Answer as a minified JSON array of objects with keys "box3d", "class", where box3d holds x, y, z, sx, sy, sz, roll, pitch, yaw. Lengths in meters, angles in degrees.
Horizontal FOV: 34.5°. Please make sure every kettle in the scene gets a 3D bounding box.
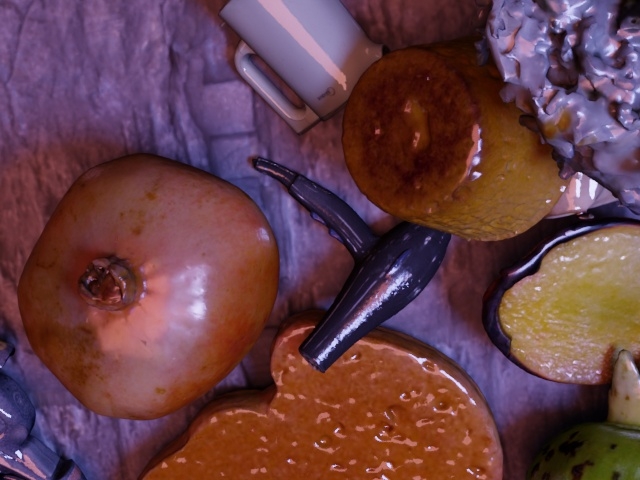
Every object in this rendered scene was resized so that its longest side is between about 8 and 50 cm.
[{"box3d":[-0.023,-0.187,0.985,0.127,0.098,0.148,-41,102,8],"class":"kettle"}]

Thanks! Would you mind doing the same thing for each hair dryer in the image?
[{"box3d":[0.000,0.000,1.039,0.219,0.075,0.195,43,75,10],"class":"hair dryer"}]

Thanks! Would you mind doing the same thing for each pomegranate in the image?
[{"box3d":[0.313,0.242,1.031,0.211,0.211,0.263,7,82,2],"class":"pomegranate"},{"box3d":[-0.165,0.042,0.967,0.229,0.270,0.252,39,97,2],"class":"pomegranate"}]

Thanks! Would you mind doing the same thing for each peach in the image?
[{"box3d":[0.287,0.056,1.032,0.279,0.068,0.189,15,119,-21],"class":"peach"}]

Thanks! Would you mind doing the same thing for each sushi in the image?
[{"box3d":[0.312,-0.202,0.829,0.417,0.176,0.418,-1,72,3],"class":"sushi"}]

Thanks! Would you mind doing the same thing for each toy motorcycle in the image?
[{"box3d":[-0.375,0.203,1.112,0.173,0.108,0.307,-30,103,6],"class":"toy motorcycle"}]

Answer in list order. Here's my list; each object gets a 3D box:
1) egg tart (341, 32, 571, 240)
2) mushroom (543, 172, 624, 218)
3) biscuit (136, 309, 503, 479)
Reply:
[{"box3d":[0.120,-0.096,0.934,0.202,0.147,0.203,3,95,35],"class":"egg tart"},{"box3d":[0.325,-0.123,0.958,0.285,0.156,0.151,-19,85,17],"class":"mushroom"},{"box3d":[-0.004,0.298,1.125,0.350,0.078,0.455,44,103,-5],"class":"biscuit"}]
